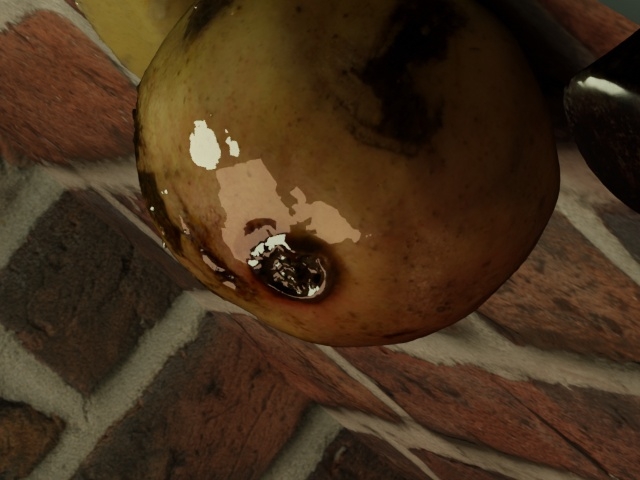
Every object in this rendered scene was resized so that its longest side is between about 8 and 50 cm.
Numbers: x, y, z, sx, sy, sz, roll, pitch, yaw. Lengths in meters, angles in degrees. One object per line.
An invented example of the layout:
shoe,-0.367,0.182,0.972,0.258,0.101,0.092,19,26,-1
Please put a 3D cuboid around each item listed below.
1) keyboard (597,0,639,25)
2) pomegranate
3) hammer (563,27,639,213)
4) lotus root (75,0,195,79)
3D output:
keyboard,0.227,-0.141,1.178,0.176,0.014,0.055,33,166,18
pomegranate,0.019,-0.070,1.394,0.322,0.322,0.322,35,167,9
hammer,0.177,-0.211,0.707,0.095,0.242,0.408,30,151,43
lotus root,-0.127,-0.240,1.493,0.169,0.151,0.342,16,154,26
